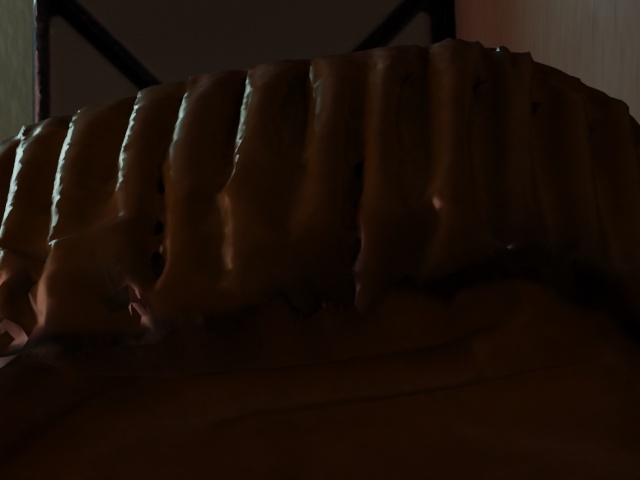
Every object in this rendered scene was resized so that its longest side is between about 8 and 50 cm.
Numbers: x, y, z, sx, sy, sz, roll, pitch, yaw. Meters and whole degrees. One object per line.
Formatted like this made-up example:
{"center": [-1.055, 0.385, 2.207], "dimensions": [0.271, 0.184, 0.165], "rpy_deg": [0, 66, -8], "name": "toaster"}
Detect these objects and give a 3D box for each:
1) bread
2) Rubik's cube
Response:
{"center": [0.001, 0.043, 0.442], "dimensions": [0.104, 0.199, 0.199], "rpy_deg": [-89, 1, -50], "name": "bread"}
{"center": [-0.043, -0.106, 1.035], "dimensions": [0.205, 0.207, 0.205], "rpy_deg": [111, 157, -78], "name": "Rubik's cube"}
